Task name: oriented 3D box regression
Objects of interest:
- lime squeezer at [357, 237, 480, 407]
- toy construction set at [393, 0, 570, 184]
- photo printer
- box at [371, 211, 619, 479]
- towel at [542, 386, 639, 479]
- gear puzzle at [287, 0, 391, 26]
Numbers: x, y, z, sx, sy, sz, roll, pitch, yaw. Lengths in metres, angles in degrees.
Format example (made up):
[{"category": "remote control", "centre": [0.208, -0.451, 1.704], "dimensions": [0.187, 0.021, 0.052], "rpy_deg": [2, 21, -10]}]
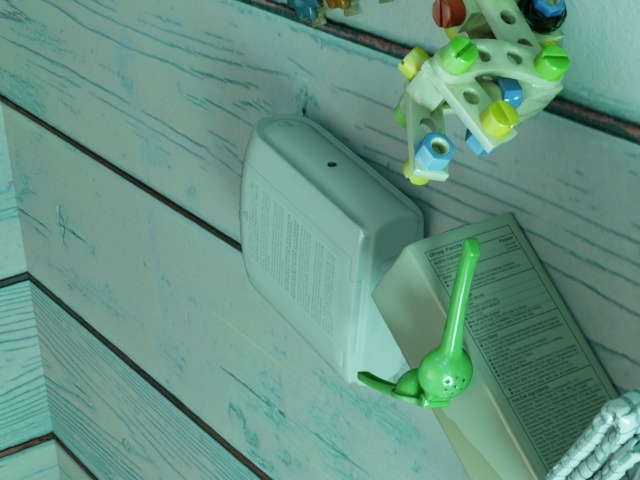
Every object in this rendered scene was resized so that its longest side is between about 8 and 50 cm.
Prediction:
[{"category": "lime squeezer", "centre": [0.100, 0.123, 1.447], "dimensions": [0.110, 0.058, 0.310], "rpy_deg": [62, 150, 19]}, {"category": "toy construction set", "centre": [0.120, -0.227, 1.348], "dimensions": [0.151, 0.215, 0.328], "rpy_deg": [-26, 82, 61]}, {"category": "photo printer", "centre": [0.000, 0.000, 1.798], "dimensions": [0.307, 0.107, 0.256], "rpy_deg": [42, 139, 44]}, {"category": "box", "centre": [0.196, 0.140, 1.496], "dimensions": [0.311, 0.148, 0.121], "rpy_deg": [63, 150, 20]}, {"category": "towel", "centre": [0.314, 0.203, 1.231], "dimensions": [0.121, 0.235, 0.284], "rpy_deg": [55, 148, 22]}, {"category": "gear puzzle", "centre": [0.025, -0.347, 1.625], "dimensions": [0.339, 0.044, 0.176], "rpy_deg": [-4, 102, 61]}]
